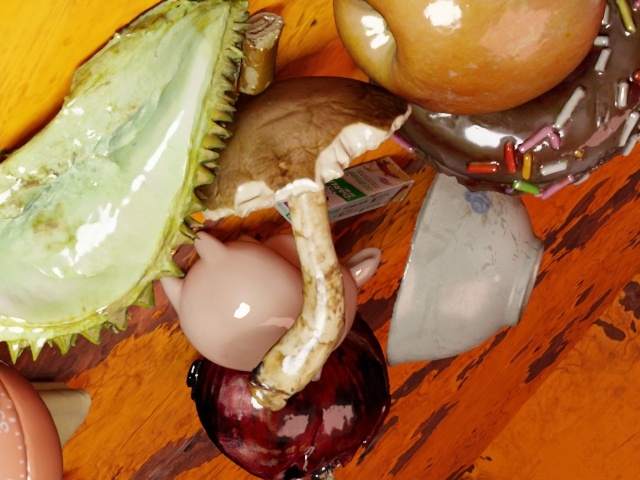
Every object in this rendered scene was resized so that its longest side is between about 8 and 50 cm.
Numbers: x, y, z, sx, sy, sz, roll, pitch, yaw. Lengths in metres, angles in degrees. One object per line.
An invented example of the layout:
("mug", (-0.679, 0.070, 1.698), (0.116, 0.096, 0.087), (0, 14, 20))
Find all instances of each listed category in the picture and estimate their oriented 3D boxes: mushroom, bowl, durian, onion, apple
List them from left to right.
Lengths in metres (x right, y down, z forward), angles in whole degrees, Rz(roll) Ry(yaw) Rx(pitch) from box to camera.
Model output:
("durian", (-0.197, -0.060, 1.449), (0.394, 0.163, 0.198), (-48, 123, 3))
("onion", (-0.040, 0.183, 2.080), (0.281, 0.221, 0.281), (-38, 135, -51))
("mushroom", (-0.012, -0.027, 1.641), (0.233, 0.208, 0.302), (-19, 136, -9))
("apple", (0.122, -0.224, 1.503), (0.253, 0.253, 0.253), (-38, 162, -15))
("bowl", (0.199, 0.033, 2.158), (0.313, 0.146, 0.313), (16, 90, -78))

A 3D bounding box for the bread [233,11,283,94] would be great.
("bread", (-0.058, -0.170, 1.540), (0.047, 0.036, 0.083), (-43, 163, -28))

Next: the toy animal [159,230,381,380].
("toy animal", (-0.049, 0.068, 1.868), (0.166, 0.154, 0.250), (-45, 156, 26))

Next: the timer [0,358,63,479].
("timer", (-0.341, 0.197, 1.455), (0.229, 0.229, 0.215), (-48, 154, 14))

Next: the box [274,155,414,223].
("box", (0.030, -0.053, 1.967), (0.207, 0.050, 0.041), (-19, 149, -52))

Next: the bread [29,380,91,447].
("bread", (-0.330, 0.201, 1.758), (0.139, 0.060, 0.178), (-48, 161, 11))

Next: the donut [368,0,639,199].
("donut", (0.231, -0.188, 1.754), (0.345, 0.259, 0.136), (-44, 170, 6))

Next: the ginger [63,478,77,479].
("ginger", (-0.356, 0.364, 2.089), (0.176, 0.052, 0.193), (-45, 164, -12))
